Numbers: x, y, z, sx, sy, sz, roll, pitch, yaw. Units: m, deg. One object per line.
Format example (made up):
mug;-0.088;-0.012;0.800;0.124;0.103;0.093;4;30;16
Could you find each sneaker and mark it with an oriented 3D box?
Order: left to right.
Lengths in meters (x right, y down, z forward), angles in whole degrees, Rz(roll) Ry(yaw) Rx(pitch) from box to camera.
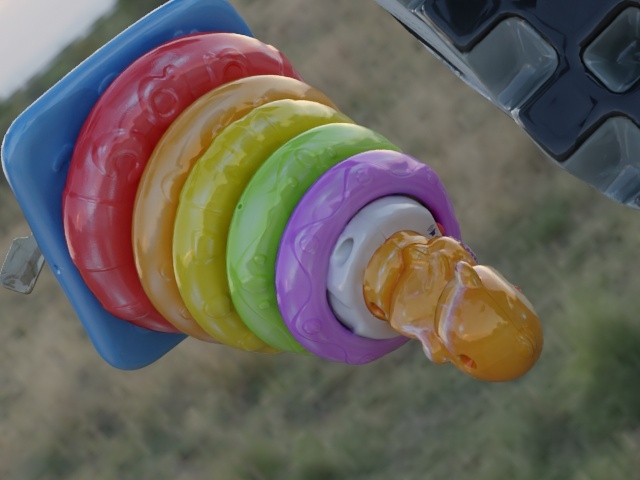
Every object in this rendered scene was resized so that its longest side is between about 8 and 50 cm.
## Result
sneaker;0.071;-0.127;0.808;0.122;0.330;0.146;-39;-20;10

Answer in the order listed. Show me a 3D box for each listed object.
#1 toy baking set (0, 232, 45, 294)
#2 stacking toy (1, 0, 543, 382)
toy baking set;-0.149;-0.048;1.629;0.256;0.197;0.030;-12;-24;-1
stacking toy;0.000;0.000;0.956;0.165;0.175;0.302;-39;37;-23
